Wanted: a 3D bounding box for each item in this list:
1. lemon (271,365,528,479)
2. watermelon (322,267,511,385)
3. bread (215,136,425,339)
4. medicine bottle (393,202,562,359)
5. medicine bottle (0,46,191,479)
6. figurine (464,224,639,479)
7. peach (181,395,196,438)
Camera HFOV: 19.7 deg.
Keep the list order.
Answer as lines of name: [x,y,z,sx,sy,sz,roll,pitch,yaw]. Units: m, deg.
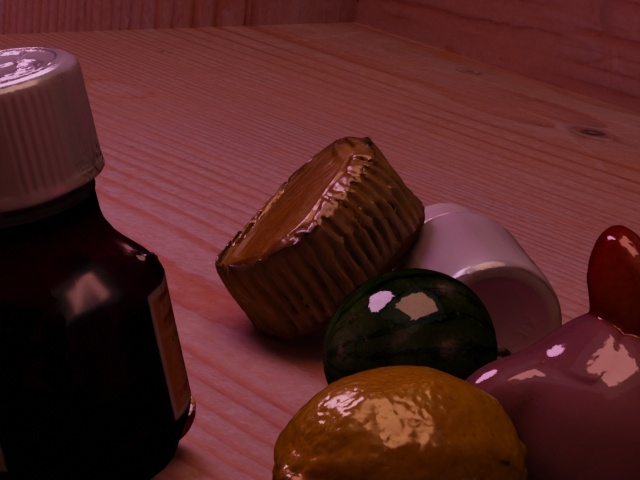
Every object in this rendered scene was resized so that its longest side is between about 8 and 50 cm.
lemon: [0.071,0.211,1.645,0.260,0.204,0.204,-1,18,-31]
watermelon: [0.110,0.121,1.982,0.215,0.188,0.188,-3,19,-11]
bread: [0.000,0.000,2.237,0.227,0.142,0.253,-6,39,54]
medicine bottle: [0.177,0.059,2.241,0.170,0.170,0.293,4,18,-12]
medicine bottle: [-0.256,0.026,1.701,0.243,0.395,0.242,-5,20,2]
figurine: [0.286,0.172,1.790,0.261,0.269,0.211,-41,56,-14]
peach: [-0.173,0.184,1.870,0.098,0.061,0.098,-3,35,2]
